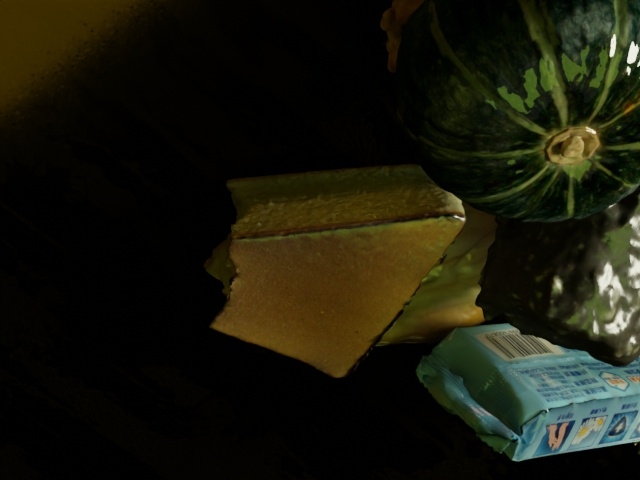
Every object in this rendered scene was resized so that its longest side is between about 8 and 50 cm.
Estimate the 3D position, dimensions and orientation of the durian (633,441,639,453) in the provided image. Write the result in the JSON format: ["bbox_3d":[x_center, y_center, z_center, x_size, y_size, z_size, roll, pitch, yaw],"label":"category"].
[{"bbox_3d":[0.463,0.267,1.954,0.187,0.108,0.119,11,125,-29],"label":"durian"}]

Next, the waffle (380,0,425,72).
[{"bbox_3d":[0.198,-0.253,1.417,0.293,0.069,0.260,3,127,-20],"label":"waffle"}]

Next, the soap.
[{"bbox_3d":[0.242,0.149,1.696,0.293,0.156,0.077,0,123,-41],"label":"soap"}]

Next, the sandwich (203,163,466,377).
[{"bbox_3d":[0.000,0.000,1.511,0.186,0.108,0.220,24,122,-22],"label":"sandwich"}]

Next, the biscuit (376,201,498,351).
[{"bbox_3d":[0.126,0.026,1.659,0.260,0.041,0.203,-7,128,-17],"label":"biscuit"}]

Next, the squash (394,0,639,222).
[{"bbox_3d":[0.189,-0.131,1.364,0.252,0.165,0.252,-8,135,-8],"label":"squash"}]

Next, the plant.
[{"bbox_3d":[0.263,-0.003,1.563,0.204,0.178,0.234,34,82,-36],"label":"plant"}]
